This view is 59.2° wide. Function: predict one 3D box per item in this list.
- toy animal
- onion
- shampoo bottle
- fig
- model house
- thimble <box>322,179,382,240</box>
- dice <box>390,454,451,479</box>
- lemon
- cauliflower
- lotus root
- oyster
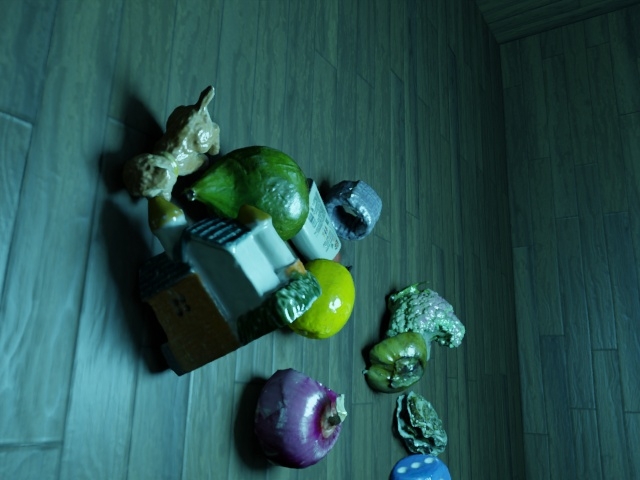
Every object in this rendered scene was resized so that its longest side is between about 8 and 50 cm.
[{"bbox_3d":[-0.255,-0.161,0.953,0.104,0.184,0.185,38,47,8],"label":"toy animal"},{"bbox_3d":[-0.049,0.378,1.166,0.207,0.200,0.201,89,7,-69],"label":"onion"},{"bbox_3d":[0.000,0.000,1.413,0.284,0.071,0.153,61,35,-34],"label":"shampoo bottle"},{"bbox_3d":[-0.148,-0.094,1.066,0.235,0.203,0.203,14,72,-57],"label":"fig"},{"bbox_3d":[-0.183,0.043,0.972,0.301,0.271,0.190,59,25,-7],"label":"model house"},{"bbox_3d":[0.081,-0.079,1.483,0.150,0.150,0.098,64,37,-27],"label":"thimble"},{"bbox_3d":[0.294,0.724,1.651,0.146,0.146,0.143,-23,101,-56],"label":"dice"},{"bbox_3d":[-0.004,0.131,1.288,0.170,0.169,0.207,60,37,-31],"label":"lemon"},{"bbox_3d":[0.308,0.283,1.753,0.256,0.238,0.316,-101,-168,-71],"label":"cauliflower"},{"bbox_3d":[0.226,0.357,1.583,0.183,0.203,0.078,67,-10,-28],"label":"lotus root"},{"bbox_3d":[0.318,0.588,1.774,0.268,0.112,0.199,47,25,-32],"label":"oyster"}]
